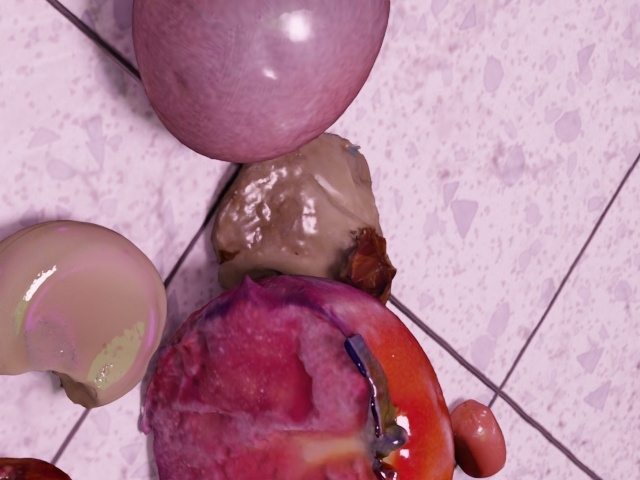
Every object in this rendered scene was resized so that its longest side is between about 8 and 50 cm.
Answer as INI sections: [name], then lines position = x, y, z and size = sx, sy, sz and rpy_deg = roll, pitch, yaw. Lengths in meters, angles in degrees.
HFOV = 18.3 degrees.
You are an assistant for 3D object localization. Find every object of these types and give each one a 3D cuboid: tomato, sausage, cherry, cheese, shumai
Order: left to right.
[cheese]
position = -0.259, 0.052, 1.699
size = 0.286, 0.082, 0.163
rpy_deg = 15, 94, -42
[cherry]
position = -0.048, -0.172, 1.718
size = 0.239, 0.206, 0.239
rpy_deg = -14, 108, -51
[tomato]
position = -0.009, 0.172, 1.855
size = 0.176, 0.290, 0.334
rpy_deg = -32, 109, -52
[shumai]
position = 0.000, 0.000, 1.889
size = 0.201, 0.120, 0.201
rpy_deg = -20, 121, -37
[sausage]
position = 0.172, 0.217, 2.171
size = 0.054, 0.059, 0.094
rpy_deg = -46, 129, -29

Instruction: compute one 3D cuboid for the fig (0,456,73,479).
[fig]
position = -0.296, 0.305, 1.735
size = 0.159, 0.159, 0.257
rpy_deg = -10, 133, -40
